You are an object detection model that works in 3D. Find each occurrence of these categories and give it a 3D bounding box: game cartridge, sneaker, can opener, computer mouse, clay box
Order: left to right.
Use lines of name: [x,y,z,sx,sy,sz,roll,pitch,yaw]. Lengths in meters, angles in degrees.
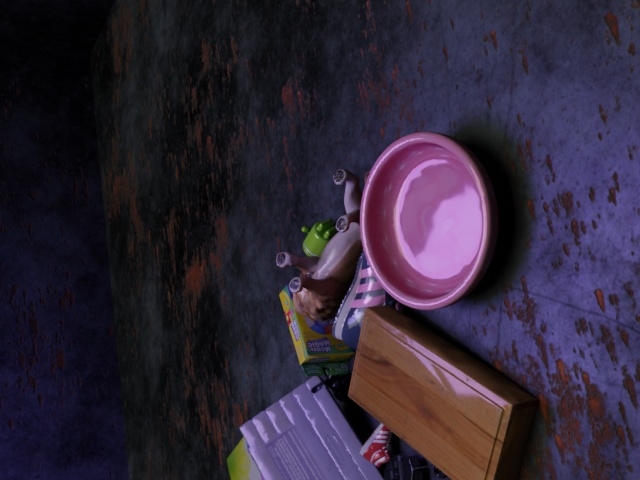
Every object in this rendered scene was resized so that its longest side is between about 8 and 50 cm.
game cartridge: [-0.008,0.498,1.920,0.230,0.068,0.355,-36,58,2]
clay box: [-0.005,0.207,2.044,0.053,0.127,0.222,-56,44,44]
can opener: [0.011,0.320,2.085,0.186,0.059,0.073,31,113,57]
sneaker: [0.139,0.096,1.842,0.131,0.112,0.319,30,114,25]
sneaker: [0.142,0.425,1.855,0.067,0.042,0.118,39,94,20]
computer mouse: [0.210,0.454,1.754,0.242,0.041,0.071,-34,52,50]

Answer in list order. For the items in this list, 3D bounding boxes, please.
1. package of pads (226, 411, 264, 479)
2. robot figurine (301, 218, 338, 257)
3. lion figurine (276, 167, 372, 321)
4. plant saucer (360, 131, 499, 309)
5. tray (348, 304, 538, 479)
package of pads: [-0.144,0.620,2.325,0.296,0.101,0.229,-58,40,45]
robot figurine: [0.000,0.000,2.099,0.101,0.067,0.115,46,135,12]
lion figurine: [0.052,0.019,1.892,0.392,0.240,0.142,-48,54,18]
plant saucer: [0.212,-0.037,1.650,0.332,0.084,0.332,5,96,50]
tray: [0.212,0.297,1.652,0.411,0.076,0.203,31,117,50]
